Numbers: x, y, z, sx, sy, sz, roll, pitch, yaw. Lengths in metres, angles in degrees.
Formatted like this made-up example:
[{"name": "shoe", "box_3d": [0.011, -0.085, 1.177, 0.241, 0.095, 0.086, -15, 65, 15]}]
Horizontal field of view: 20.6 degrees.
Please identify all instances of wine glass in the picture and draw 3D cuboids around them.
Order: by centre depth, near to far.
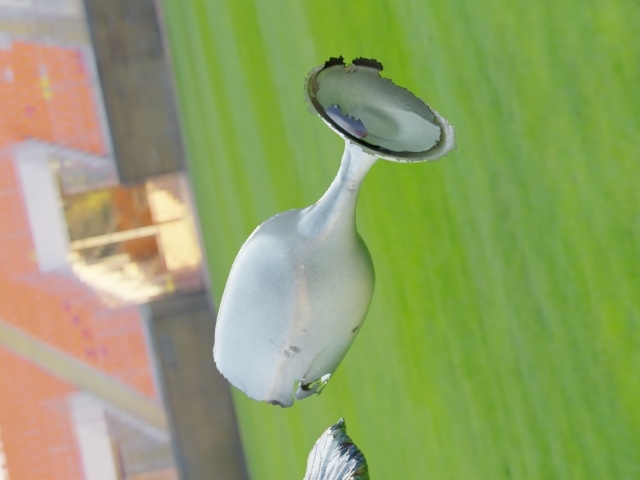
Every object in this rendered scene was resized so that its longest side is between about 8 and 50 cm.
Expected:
[{"name": "wine glass", "box_3d": [0.000, 0.000, 1.560, 0.143, 0.143, 0.321, -107, 33, -46]}]

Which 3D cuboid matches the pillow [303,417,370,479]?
[{"name": "pillow", "box_3d": [-0.006, 0.269, 1.537, 0.189, 0.034, 0.255, -64, 10, 7]}]
